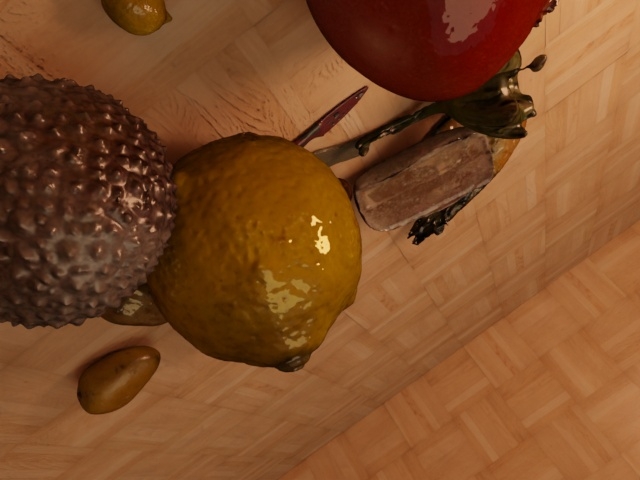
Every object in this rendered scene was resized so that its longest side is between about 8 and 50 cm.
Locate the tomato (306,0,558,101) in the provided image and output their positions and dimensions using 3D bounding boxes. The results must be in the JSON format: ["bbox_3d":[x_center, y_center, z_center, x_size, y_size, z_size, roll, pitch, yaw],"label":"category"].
[{"bbox_3d":[0.128,-0.342,0.652,0.321,0.321,0.321,-24,148,-17],"label":"tomato"}]

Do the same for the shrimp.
[{"bbox_3d":[0.318,-0.158,1.277,0.272,0.085,0.445,2,131,-37],"label":"shrimp"}]

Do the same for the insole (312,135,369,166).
[{"bbox_3d":[0.015,-0.162,1.047,0.192,0.010,0.063,-24,148,-18],"label":"insole"}]

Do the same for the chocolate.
[{"bbox_3d":[0.215,-0.139,1.146,0.303,0.100,0.185,-25,138,9],"label":"chocolate"}]

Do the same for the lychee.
[{"bbox_3d":[-0.315,-0.043,0.628,0.300,0.300,0.300,-24,148,-17],"label":"lychee"}]

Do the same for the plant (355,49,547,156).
[{"bbox_3d":[0.243,-0.287,1.023,0.251,0.333,0.180,-58,143,-59],"label":"plant"}]

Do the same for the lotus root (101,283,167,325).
[{"bbox_3d":[-0.339,0.094,0.967,0.221,0.118,0.125,27,82,-53],"label":"lotus root"}]

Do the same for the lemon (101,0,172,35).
[{"bbox_3d":[-0.215,-0.275,0.625,0.065,0.065,0.092,-49,152,23],"label":"lemon"}]

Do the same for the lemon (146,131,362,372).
[{"bbox_3d":[-0.106,0.021,0.844,0.350,0.387,0.350,-16,166,-4],"label":"lemon"}]

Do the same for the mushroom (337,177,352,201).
[{"bbox_3d":[0.000,0.000,1.054,0.227,0.217,0.148,-36,148,2],"label":"mushroom"}]

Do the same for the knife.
[{"bbox_3d":[-0.007,-0.197,0.972,0.247,0.018,0.035,-38,146,5],"label":"knife"}]

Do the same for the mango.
[{"bbox_3d":[-0.442,0.301,1.175,0.195,0.098,0.137,-36,147,-13],"label":"mango"}]
